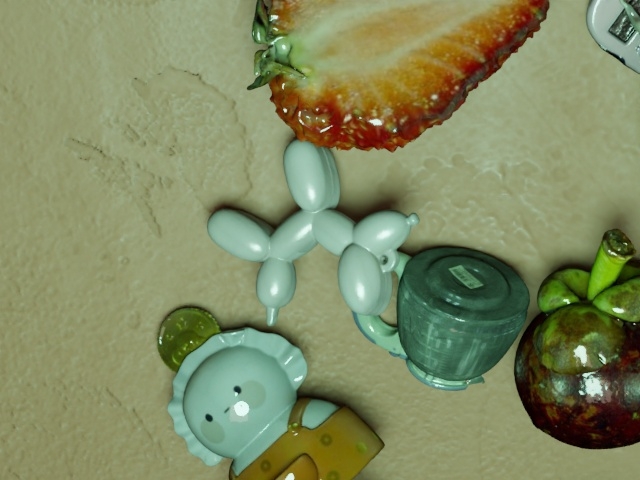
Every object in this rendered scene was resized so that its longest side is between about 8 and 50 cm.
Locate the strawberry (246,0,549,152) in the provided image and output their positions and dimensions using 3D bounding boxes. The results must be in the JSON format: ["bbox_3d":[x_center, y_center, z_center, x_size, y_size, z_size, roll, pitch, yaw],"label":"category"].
[{"bbox_3d":[0.062,-0.147,1.397,0.236,0.107,0.175,5,73,1],"label":"strawberry"}]

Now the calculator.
[{"bbox_3d":[0.279,-0.187,1.403,0.166,0.024,0.103,33,109,-10],"label":"calculator"}]

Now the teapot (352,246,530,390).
[{"bbox_3d":[0.096,0.071,1.463,0.149,0.111,0.108,10,122,-5],"label":"teapot"}]

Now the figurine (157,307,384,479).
[{"bbox_3d":[-0.040,0.169,1.505,0.143,0.143,0.271,-46,68,17],"label":"figurine"}]

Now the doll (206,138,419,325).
[{"bbox_3d":[0.000,0.000,1.436,0.161,0.059,0.160,-40,71,16],"label":"doll"}]

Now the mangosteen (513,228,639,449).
[{"bbox_3d":[0.226,0.085,1.439,0.145,0.156,0.181,-19,107,22],"label":"mangosteen"}]

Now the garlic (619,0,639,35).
[{"bbox_3d":[0.307,-0.068,1.351,0.148,0.128,0.267,5,118,49],"label":"garlic"}]
